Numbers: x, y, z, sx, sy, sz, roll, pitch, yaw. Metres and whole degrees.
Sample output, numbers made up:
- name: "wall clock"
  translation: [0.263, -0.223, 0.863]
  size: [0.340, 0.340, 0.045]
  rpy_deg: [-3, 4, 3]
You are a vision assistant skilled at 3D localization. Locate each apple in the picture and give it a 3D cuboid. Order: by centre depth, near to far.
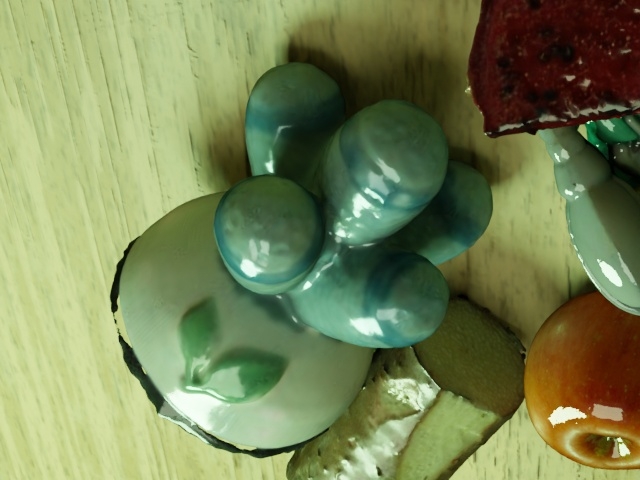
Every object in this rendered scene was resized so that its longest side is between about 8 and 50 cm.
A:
- name: "apple"
  translation: [0.246, 0.116, 1.635]
  size: [0.163, 0.139, 0.163]
  rpy_deg: [14, 141, 12]

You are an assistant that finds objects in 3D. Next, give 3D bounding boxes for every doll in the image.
- name: "doll"
  translation: [0.229, -0.054, 1.406]
  size: [0.258, 0.153, 0.195]
  rpy_deg: [20, 117, -4]

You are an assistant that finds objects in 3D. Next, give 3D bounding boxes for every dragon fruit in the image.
- name: "dragon fruit"
  translation: [0.243, -0.191, 1.250]
  size: [0.317, 0.152, 0.205]
  rpy_deg: [-10, 93, 17]

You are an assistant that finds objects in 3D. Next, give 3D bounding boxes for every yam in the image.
- name: "yam"
  translation: [0.069, 0.164, 1.752]
  size: [0.129, 0.128, 0.238]
  rpy_deg: [41, 124, 1]

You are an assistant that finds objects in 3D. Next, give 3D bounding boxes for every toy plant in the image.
- name: "toy plant"
  translation: [0.000, 0.000, 1.571]
  size: [0.247, 0.247, 0.332]
  rpy_deg: [31, 137, -12]

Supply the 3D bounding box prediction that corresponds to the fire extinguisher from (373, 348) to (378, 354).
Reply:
- name: "fire extinguisher"
  translation: [0.059, 0.113, 1.821]
  size: [0.132, 0.039, 0.056]
  rpy_deg: [32, 153, -13]
